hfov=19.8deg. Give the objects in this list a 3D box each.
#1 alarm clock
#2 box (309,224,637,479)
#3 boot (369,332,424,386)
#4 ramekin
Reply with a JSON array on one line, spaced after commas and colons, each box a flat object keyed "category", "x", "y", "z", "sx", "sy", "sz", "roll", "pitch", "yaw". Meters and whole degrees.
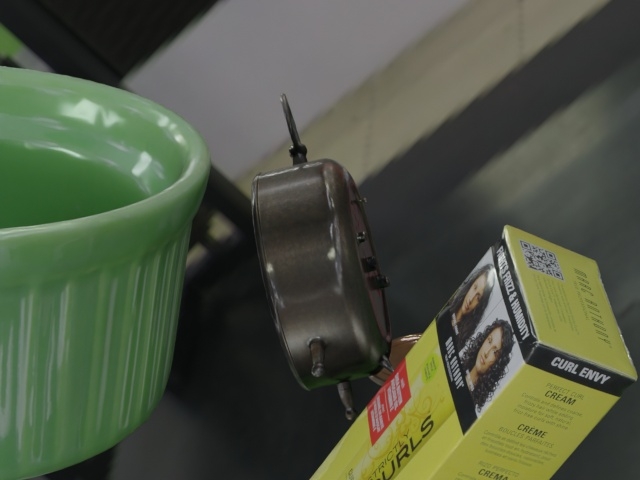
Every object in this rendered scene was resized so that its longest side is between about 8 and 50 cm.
[{"category": "alarm clock", "x": 0.000, "y": 0.000, "z": 1.067, "sx": 0.064, "sy": 0.129, "sz": 0.192, "roll": -16, "pitch": 69, "yaw": 6}, {"category": "box", "x": 0.054, "y": 0.107, "z": 0.869, "sx": 0.232, "sy": 0.058, "sz": 0.087, "roll": -55, "pitch": 27, "yaw": 31}, {"category": "boot", "x": 0.077, "y": 0.093, "z": 1.154, "sx": 0.087, "sy": 0.118, "sz": 0.042, "roll": 119, "pitch": 153, "yaw": -64}, {"category": "ramekin", "x": -0.215, "y": 0.013, "z": 0.999, "sx": 0.303, "sy": 0.303, "sz": 0.148, "roll": -118, "pitch": 30, "yaw": -66}]
